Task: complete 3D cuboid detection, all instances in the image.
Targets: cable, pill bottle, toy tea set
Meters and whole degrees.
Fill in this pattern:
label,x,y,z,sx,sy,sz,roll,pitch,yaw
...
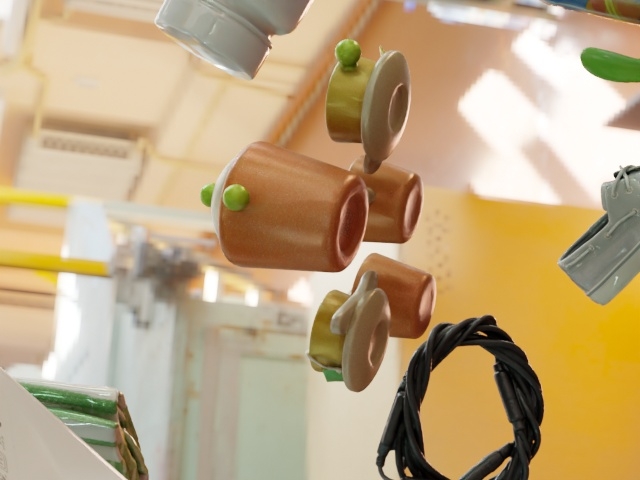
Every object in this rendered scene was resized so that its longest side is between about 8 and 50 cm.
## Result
label,x,y,z,sx,sy,sz,roll,pitch,yaw
cable,0.140,0.160,1.403,0.047,0.151,0.184,171,119,-78
pill bottle,-0.065,-0.340,1.759,0.283,0.160,0.160,-60,14,-4
toy tea set,0.000,0.000,1.221,0.336,0.124,0.200,77,-148,-47

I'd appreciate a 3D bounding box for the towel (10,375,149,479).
label,x,y,z,sx,sy,sz,roll,pitch,yaw
towel,-0.231,0.159,1.057,0.325,0.248,0.038,88,-169,-63

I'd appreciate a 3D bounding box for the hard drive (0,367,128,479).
label,x,y,z,sx,sy,sz,roll,pitch,yaw
hard drive,-0.101,0.142,0.606,0.040,0.307,0.203,-36,33,6

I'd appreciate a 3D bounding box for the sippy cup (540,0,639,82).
label,x,y,z,sx,sy,sz,roll,pitch,yaw
sippy cup,0.346,-0.334,1.642,0.305,0.224,0.240,-59,-29,-51

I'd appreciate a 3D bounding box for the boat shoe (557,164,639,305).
label,x,y,z,sx,sy,sz,roll,pitch,yaw
boat shoe,0.308,-0.029,1.487,0.227,0.081,0.079,-57,-4,40
